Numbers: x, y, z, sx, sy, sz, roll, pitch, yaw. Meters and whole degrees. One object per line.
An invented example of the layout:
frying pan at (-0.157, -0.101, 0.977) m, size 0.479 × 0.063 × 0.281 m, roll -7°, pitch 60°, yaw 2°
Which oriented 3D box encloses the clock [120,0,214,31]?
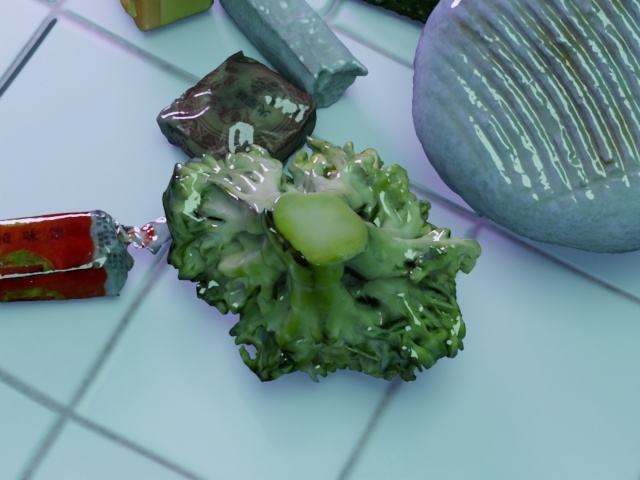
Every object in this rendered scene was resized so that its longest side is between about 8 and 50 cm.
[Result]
clock at (-0.169, -0.317, 1.715) m, size 0.096 × 0.202 × 0.143 m, roll -19°, pitch 67°, yaw -14°

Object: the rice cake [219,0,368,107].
rice cake at (-0.039, -0.220, 1.754) m, size 0.063 × 0.069 × 0.206 m, roll -32°, pitch 73°, yaw -21°

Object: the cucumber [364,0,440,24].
cucumber at (0.095, -0.267, 1.788) m, size 0.227 × 0.069 × 0.069 m, roll 18°, pitch 64°, yaw 9°

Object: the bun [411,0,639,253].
bun at (0.269, -0.154, 1.645) m, size 0.361 × 0.211 × 0.362 m, roll -1°, pitch 85°, yaw 15°

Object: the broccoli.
broccoli at (0.000, 0.000, 1.548) m, size 0.288 × 0.245 × 0.248 m, roll 1°, pitch 71°, yaw -5°

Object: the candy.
candy at (-0.274, 0.019, 1.626) m, size 0.292 × 0.059 × 0.086 m, roll -7°, pitch 62°, yaw -8°

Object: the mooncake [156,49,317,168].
mooncake at (-0.080, -0.123, 1.701) m, size 0.125 × 0.073 × 0.130 m, roll 38°, pitch 66°, yaw 16°
